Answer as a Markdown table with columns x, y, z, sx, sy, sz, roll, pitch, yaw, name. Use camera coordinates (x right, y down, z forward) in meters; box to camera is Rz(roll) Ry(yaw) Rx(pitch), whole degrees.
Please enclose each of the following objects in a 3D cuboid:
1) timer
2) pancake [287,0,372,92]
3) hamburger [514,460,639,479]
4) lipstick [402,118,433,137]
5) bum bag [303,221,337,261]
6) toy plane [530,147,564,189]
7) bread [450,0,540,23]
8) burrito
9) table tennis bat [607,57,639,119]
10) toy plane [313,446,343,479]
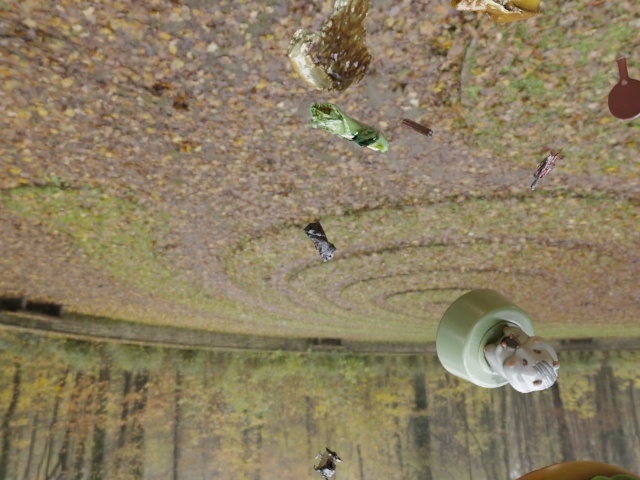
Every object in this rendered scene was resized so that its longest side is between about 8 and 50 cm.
| x | y | z | sx | sy | sz | roll | pitch | yaw | name |
| --- | --- | --- | --- | --- | --- | --- | --- | --- | --- |
| 0.530 | 0.314 | 1.458 | 0.291 | 0.290 | 0.315 | 5 | -171 | -21 | timer |
| 0.041 | -0.382 | 0.927 | 0.057 | 0.244 | 0.266 | 34 | -149 | 17 | pancake |
| 0.379 | 0.491 | 0.682 | 0.397 | 0.394 | 0.277 | 2 | -172 | -9 | hamburger |
| 0.273 | -0.317 | 1.447 | 0.027 | 0.027 | 0.176 | 4 | -159 | -15 | lipstick |
| 0.000 | 0.000 | 1.539 | 0.058 | 0.124 | 0.034 | -32 | -178 | 11 | bum bag |
| 0.611 | -0.201 | 1.387 | 0.060 | 0.037 | 0.145 | -41 | 164 | -31 | toy plane |
| 0.273 | -0.546 | 0.883 | 0.337 | 0.358 | 0.204 | 25 | 134 | -13 | bread |
| 0.076 | -0.214 | 1.028 | 0.104 | 0.054 | 0.288 | 32 | -167 | 28 | burrito |
| 0.766 | -0.379 | 1.292 | 0.019 | 0.154 | 0.098 | -10 | -179 | -32 | table tennis bat |
| 0.021 | 0.675 | 1.567 | 0.053 | 0.078 | 0.197 | 41 | 166 | 2 | toy plane |
